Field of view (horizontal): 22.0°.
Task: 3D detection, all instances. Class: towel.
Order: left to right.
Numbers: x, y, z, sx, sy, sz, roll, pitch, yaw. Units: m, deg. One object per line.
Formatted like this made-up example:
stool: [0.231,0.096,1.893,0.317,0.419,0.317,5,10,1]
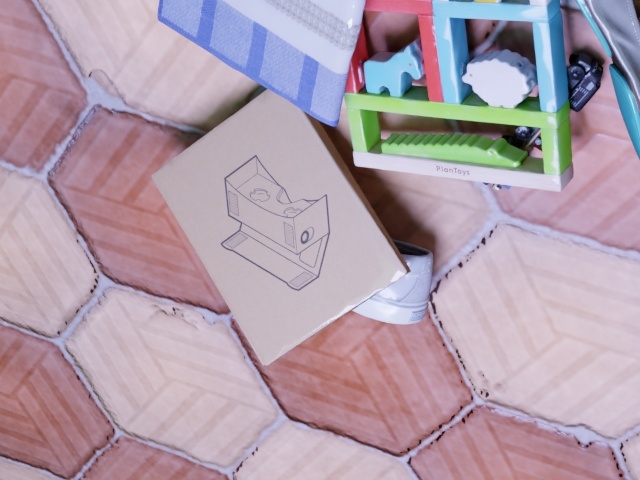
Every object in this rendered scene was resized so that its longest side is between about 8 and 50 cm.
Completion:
towel: [-0.039,-0.248,1.292,0.209,0.034,0.285,34,136,23]

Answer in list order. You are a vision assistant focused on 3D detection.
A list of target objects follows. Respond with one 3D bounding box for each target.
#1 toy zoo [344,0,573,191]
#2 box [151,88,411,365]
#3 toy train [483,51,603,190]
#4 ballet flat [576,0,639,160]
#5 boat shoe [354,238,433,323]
toy zoo: [0.094,-0.182,1.283,0.192,0.030,0.293,8,124,30]
box: [-0.037,-0.016,1.440,0.164,0.021,0.201,-34,83,25]
toy train: [0.179,-0.092,1.333,0.036,0.027,0.158,29,135,-9]
ballet flat: [0.240,-0.143,1.231,0.068,0.072,0.213,-25,117,8]
boat shoe: [0.000,0.000,1.482,0.227,0.079,0.081,21,109,19]
